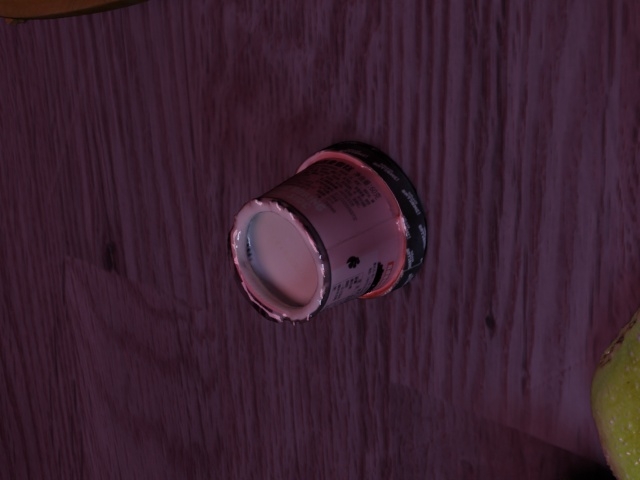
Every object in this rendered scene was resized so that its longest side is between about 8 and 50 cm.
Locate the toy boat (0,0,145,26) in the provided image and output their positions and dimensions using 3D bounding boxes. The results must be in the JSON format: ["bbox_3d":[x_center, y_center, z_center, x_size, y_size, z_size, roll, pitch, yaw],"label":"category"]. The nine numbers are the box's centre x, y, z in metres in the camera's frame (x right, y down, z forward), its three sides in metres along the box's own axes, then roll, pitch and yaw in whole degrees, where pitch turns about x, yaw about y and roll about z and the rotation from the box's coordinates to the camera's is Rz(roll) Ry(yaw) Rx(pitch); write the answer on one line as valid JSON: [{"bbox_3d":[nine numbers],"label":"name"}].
[{"bbox_3d":[-0.201,-0.271,1.570,0.321,0.121,0.089,-6,105,32],"label":"toy boat"}]

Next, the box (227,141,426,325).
[{"bbox_3d":[0.000,0.000,1.492,0.151,0.135,0.151,22,125,35],"label":"box"}]

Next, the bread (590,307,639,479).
[{"bbox_3d":[0.346,0.164,1.295,0.301,0.045,0.301,22,125,36],"label":"bread"}]

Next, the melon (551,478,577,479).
[{"bbox_3d":[0.224,0.285,1.404,0.192,0.139,0.139,50,137,2],"label":"melon"}]
